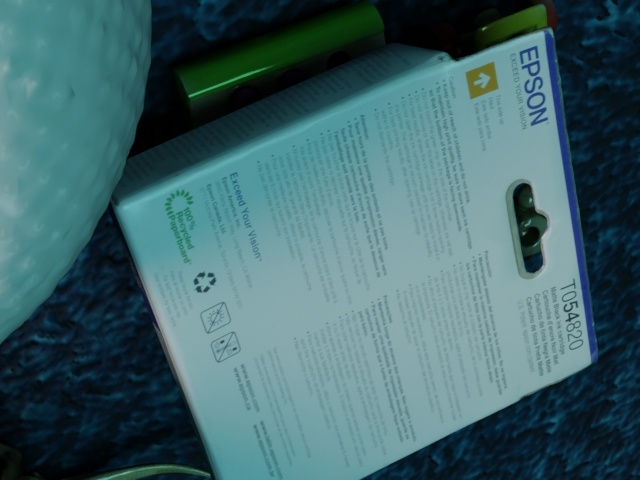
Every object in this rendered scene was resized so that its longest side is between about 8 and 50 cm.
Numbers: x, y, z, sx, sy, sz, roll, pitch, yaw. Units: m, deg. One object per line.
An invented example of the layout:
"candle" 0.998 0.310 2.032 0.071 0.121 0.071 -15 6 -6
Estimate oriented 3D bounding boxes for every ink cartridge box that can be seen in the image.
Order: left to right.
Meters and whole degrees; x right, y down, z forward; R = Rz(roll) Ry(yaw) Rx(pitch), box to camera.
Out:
"ink cartridge box" 0.025 0.018 0.697 0.224 0.045 0.223 -23 125 -12

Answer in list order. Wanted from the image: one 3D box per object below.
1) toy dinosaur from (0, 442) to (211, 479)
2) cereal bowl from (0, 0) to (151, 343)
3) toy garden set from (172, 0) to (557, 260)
"toy dinosaur" -0.156 0.146 0.758 0.183 0.053 0.092 -32 142 2
"cereal bowl" -0.231 -0.055 0.455 0.339 0.141 0.339 3 129 3
"toy garden set" 0.048 -0.011 0.747 0.204 0.049 0.244 -22 124 -14
